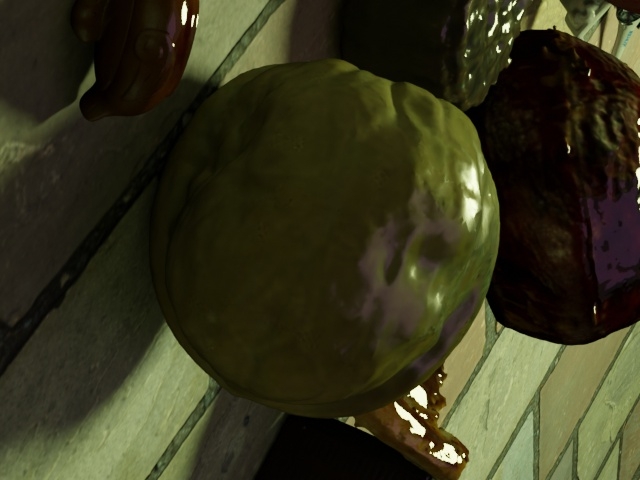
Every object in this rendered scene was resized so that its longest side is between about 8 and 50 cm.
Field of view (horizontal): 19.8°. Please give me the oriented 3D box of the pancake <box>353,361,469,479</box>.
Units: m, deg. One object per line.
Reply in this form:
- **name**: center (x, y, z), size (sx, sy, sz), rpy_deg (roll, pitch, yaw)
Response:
- **pancake**: center (0.077, 0.111, 1.811), size (0.266, 0.057, 0.244), rpy_deg (58, 32, -11)

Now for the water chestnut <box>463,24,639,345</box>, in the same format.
- **water chestnut**: center (0.210, -0.048, 1.886), size (0.350, 0.302, 0.350), rpy_deg (-13, 90, -82)

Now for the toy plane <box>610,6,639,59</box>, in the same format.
- **toy plane**: center (0.397, -0.304, 2.364), size (0.273, 0.107, 0.182), rpy_deg (126, -44, -61)

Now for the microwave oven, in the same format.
- **microwave oven**: center (0.036, 0.303, 1.923), size (0.188, 0.178, 0.247), rpy_deg (-59, 158, -15)

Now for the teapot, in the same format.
- **teapot**: center (-0.132, -0.138, 1.239), size (0.098, 0.078, 0.129), rpy_deg (-104, -149, -50)

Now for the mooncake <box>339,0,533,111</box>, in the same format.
- **mooncake**: center (0.116, -0.227, 1.668), size (0.228, 0.124, 0.228), rpy_deg (-50, 151, -40)

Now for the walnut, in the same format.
- **walnut**: center (-0.001, 0.000, 1.436), size (0.253, 0.282, 0.277), rpy_deg (33, 86, -29)

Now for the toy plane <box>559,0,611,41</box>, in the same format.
- **toy plane**: center (0.381, -0.313, 2.080), size (0.118, 0.252, 0.252), rpy_deg (12, 100, -65)

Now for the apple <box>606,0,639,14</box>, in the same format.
- **apple**: center (0.339, -0.407, 1.867), size (0.345, 0.269, 0.345), rpy_deg (-30, 143, -26)
